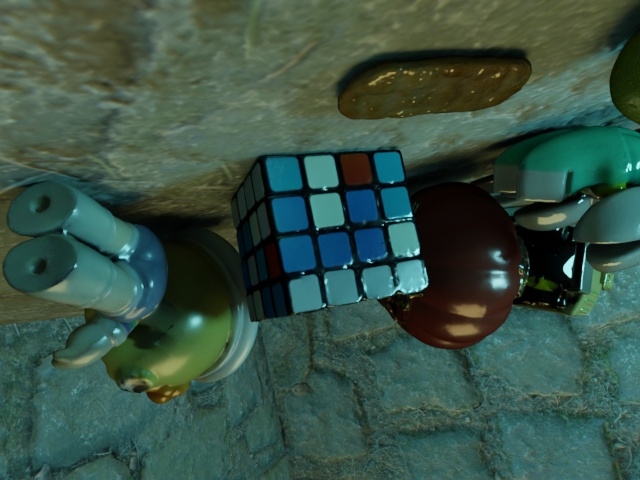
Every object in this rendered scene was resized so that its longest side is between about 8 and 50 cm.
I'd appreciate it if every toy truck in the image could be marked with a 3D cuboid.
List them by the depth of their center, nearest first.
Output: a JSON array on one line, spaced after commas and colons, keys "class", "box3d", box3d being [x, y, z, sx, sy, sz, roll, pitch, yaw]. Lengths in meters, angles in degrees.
[{"class": "toy truck", "box3d": [0.394, 0.060, 0.990, 0.254, 0.181, 0.405, 20, 169, -32]}]

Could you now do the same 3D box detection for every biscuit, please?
[{"class": "biscuit", "box3d": [0.082, -0.106, 0.321, 0.147, 0.018, 0.071, -10, 171, -18]}]

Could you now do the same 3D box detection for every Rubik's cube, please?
[{"class": "Rubik's cube", "box3d": [0.000, 0.000, 0.495, 0.154, 0.151, 0.155, -7, 172, -22]}]

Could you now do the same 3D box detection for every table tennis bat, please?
[{"class": "table tennis bat", "box3d": [0.322, -0.044, 0.750, 0.170, 0.119, 0.107, -3, 171, -38]}]

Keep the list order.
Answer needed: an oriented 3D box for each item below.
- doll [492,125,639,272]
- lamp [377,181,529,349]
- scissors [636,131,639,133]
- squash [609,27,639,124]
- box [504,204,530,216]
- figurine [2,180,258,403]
[{"class": "doll", "box3d": [0.330, -0.052, 0.508, 0.258, 0.153, 0.195, 1, -167, 21]}, {"class": "lamp", "box3d": [0.165, 0.033, 0.621, 0.227, 0.227, 0.227, -11, 172, -2]}, {"class": "scissors", "box3d": [0.486, -0.144, 0.589, 0.383, 0.029, 0.256, -21, 164, 38]}, {"class": "squash", "box3d": [0.239, -0.114, 0.250, 0.095, 0.095, 0.188, -11, 175, 2]}, {"class": "box", "box3d": [0.445, -0.017, 1.223, 0.153, 0.092, 0.245, -8, 173, -29]}, {"class": "figurine", "box3d": [-0.183, 0.077, 0.519, 0.205, 0.225, 0.382, -14, 172, -2]}]
